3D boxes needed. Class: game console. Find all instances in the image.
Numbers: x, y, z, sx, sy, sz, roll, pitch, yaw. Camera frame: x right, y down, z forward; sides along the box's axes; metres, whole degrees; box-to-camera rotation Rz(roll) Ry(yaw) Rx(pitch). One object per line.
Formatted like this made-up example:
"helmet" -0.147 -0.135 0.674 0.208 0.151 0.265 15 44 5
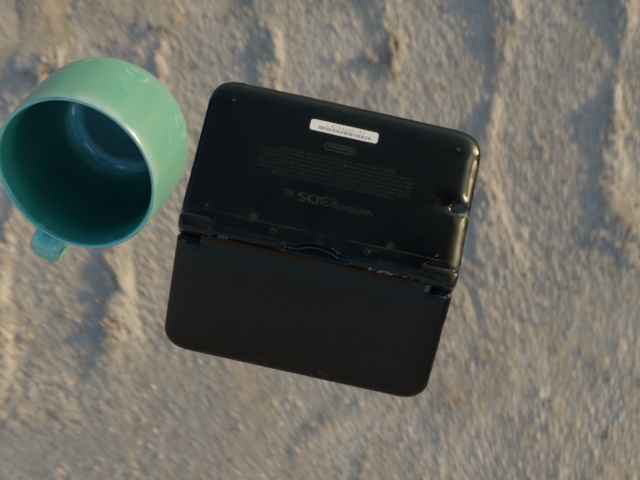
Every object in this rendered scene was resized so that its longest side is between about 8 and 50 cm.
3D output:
"game console" 0.000 0.000 0.723 0.122 0.071 0.107 12 70 0

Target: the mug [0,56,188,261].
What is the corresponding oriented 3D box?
"mug" -0.176 -0.069 1.234 0.157 0.129 0.097 -20 23 31
